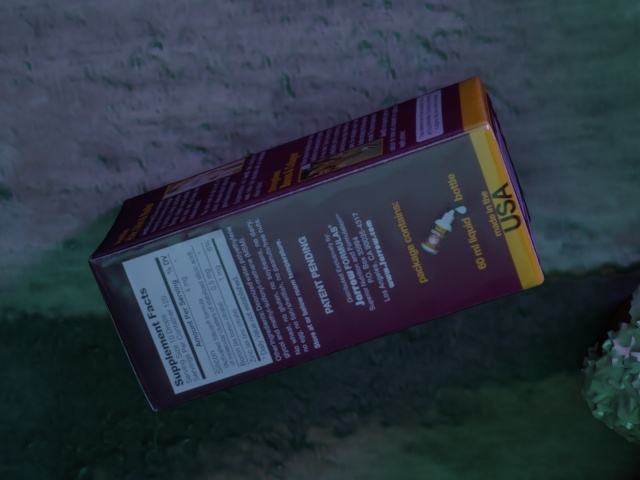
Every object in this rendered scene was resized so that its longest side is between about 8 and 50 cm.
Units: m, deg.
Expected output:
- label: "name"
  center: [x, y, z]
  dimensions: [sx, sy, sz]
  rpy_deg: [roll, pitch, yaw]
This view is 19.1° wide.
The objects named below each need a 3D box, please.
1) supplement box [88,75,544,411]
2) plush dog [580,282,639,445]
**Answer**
- label: "supplement box"
  center: [0.000, 0.000, 0.879]
  dimensions: [0.188, 0.104, 0.081]
  rpy_deg: [-19, 104, 8]
- label: "plush dog"
  center: [0.191, 0.172, 0.855]
  dimensions: [0.211, 0.225, 0.262]
  rpy_deg: [24, 105, -4]
